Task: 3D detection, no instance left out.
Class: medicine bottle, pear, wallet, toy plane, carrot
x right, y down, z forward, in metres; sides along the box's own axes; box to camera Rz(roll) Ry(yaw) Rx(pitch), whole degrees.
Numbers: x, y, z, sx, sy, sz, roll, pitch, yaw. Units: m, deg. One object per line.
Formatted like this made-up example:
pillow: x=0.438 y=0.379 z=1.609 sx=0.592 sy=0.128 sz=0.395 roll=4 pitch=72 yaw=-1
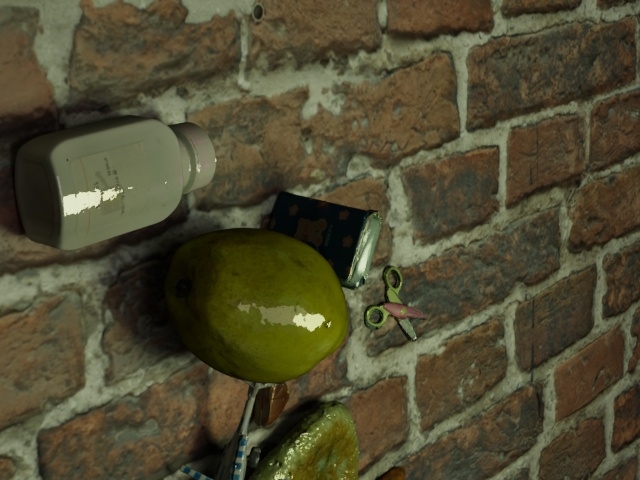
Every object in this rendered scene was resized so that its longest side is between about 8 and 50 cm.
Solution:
medicine bottle: x=-0.291 y=-0.094 z=1.731 sx=0.296 sy=0.111 sz=0.161 roll=-22 pitch=117 yaw=-44
pear: x=-0.103 y=0.101 z=1.893 sx=0.307 sy=0.253 sz=0.253 roll=13 pitch=89 yaw=-43
wallet: x=0.000 y=0.000 z=2.034 sx=0.059 sy=0.202 sz=0.141 roll=18 pitch=86 yaw=-54
toy plane: x=-0.148 y=0.344 z=2.014 sx=0.182 sy=0.107 sz=0.273 roll=-6 pitch=107 yaw=-6
carrot: x=0.114 y=0.522 z=2.432 sx=0.210 sy=0.061 sz=0.061 roll=-41 pitch=128 yaw=-44

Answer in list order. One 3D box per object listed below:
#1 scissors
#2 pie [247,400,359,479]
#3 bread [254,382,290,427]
scissors: x=0.158 y=0.142 z=2.411 sx=0.187 sy=0.020 sz=0.133 roll=40 pitch=72 yaw=-46
pie: x=-0.025 y=0.459 z=2.232 sx=0.323 sy=0.070 sz=0.323 roll=-23 pitch=120 yaw=-47
bread: x=-0.084 y=0.275 z=2.128 sx=0.062 sy=0.043 sz=0.109 roll=2 pitch=97 yaw=-50
